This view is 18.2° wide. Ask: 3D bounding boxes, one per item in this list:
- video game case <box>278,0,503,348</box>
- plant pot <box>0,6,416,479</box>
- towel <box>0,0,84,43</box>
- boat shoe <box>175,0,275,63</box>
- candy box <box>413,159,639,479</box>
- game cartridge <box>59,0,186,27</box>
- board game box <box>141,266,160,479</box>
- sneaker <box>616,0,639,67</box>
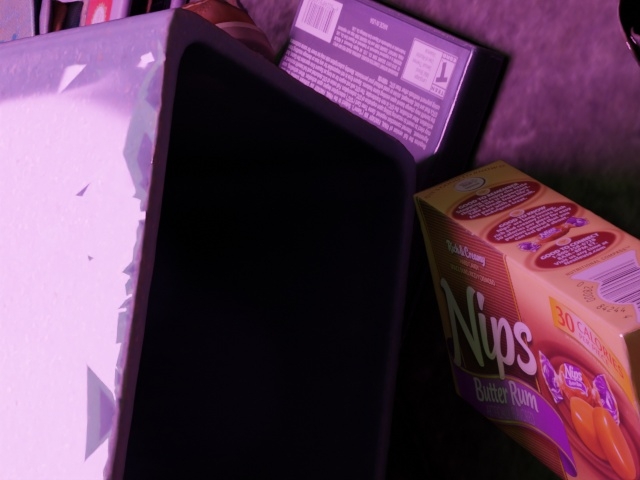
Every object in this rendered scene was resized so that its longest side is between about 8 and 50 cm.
[{"bbox_3d":[0.000,0.000,1.129,0.196,0.026,0.274,35,109,57],"label":"video game case"},{"bbox_3d":[-0.126,0.047,0.967,0.252,0.248,0.247,0,77,28],"label":"plant pot"},{"bbox_3d":[-0.217,0.055,1.203,0.271,0.040,0.370,-15,75,52],"label":"towel"},{"bbox_3d":[-0.158,-0.070,1.255,0.307,0.110,0.104,-37,58,29],"label":"boat shoe"},{"bbox_3d":[0.109,0.045,0.850,0.186,0.053,0.109,36,145,59],"label":"candy box"},{"bbox_3d":[-0.172,-0.095,1.420,0.196,0.060,0.294,-6,73,62],"label":"game cartridge"},{"bbox_3d":[-0.120,0.209,1.158,0.233,0.078,0.347,-22,65,56],"label":"board game box"},{"bbox_3d":[0.167,-0.026,0.776,0.083,0.118,0.222,-17,65,55],"label":"sneaker"}]
